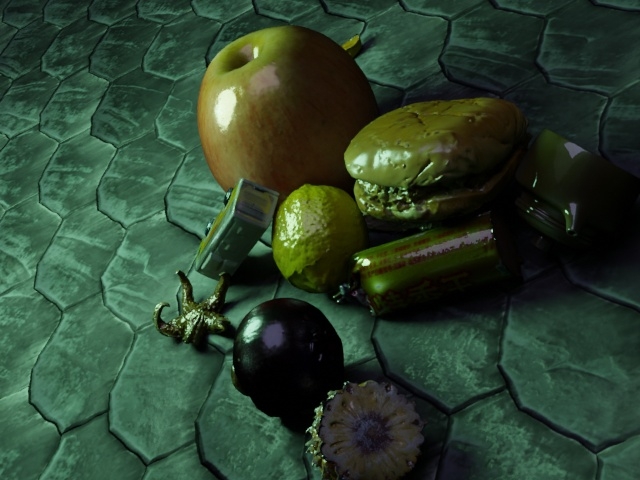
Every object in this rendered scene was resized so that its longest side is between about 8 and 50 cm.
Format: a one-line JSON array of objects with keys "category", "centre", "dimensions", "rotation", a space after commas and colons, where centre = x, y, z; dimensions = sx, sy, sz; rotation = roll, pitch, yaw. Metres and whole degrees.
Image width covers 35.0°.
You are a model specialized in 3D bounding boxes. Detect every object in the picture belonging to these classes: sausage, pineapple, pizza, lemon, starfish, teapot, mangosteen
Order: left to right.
[{"category": "starfish", "centre": [-0.218, 0.125, 1.874], "dimensions": [0.190, 0.074, 0.146], "rotation": [13, 58, 41]}, {"category": "mangosteen", "centre": [-0.065, 0.194, 1.629], "dimensions": [0.230, 0.194, 0.194], "rotation": [-27, 31, 49]}, {"category": "lemon", "centre": [-0.002, -0.002, 1.785], "dimensions": [0.180, 0.180, 0.193], "rotation": [-37, 70, -7]}, {"category": "pineapple", "centre": [0.054, 0.298, 1.494], "dimensions": [0.161, 0.137, 0.176], "rotation": [40, 64, 5]}, {"category": "pizza", "centre": [0.142, -0.072, 1.850], "dimensions": [0.194, 0.069, 0.154], "rotation": [-12, 44, 20]}, {"category": "sausage", "centre": [0.164, 0.044, 1.670], "dimensions": [0.317, 0.125, 0.117], "rotation": [-18, 32, 18]}, {"category": "teapot", "centre": [0.388, -0.066, 1.618], "dimensions": [0.175, 0.185, 0.268], "rotation": [-59, 5, 11]}]

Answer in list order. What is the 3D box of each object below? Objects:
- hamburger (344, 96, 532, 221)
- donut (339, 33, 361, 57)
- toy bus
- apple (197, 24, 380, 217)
[{"category": "hamburger", "centre": [0.191, -0.145, 1.708], "dimensions": [0.318, 0.158, 0.318], "rotation": [-14, 21, 5]}, {"category": "donut", "centre": [0.056, -0.435, 2.317], "dimensions": [0.067, 0.038, 0.083], "rotation": [10, 50, 43]}, {"category": "toy bus", "centre": [-0.158, -0.014, 1.867], "dimensions": [0.268, 0.092, 0.106], "rotation": [131, 157, -55]}, {"category": "apple", "centre": [-0.065, -0.234, 1.947], "dimensions": [0.364, 0.364, 0.364], "rotation": [-18, 41, 16]}]
